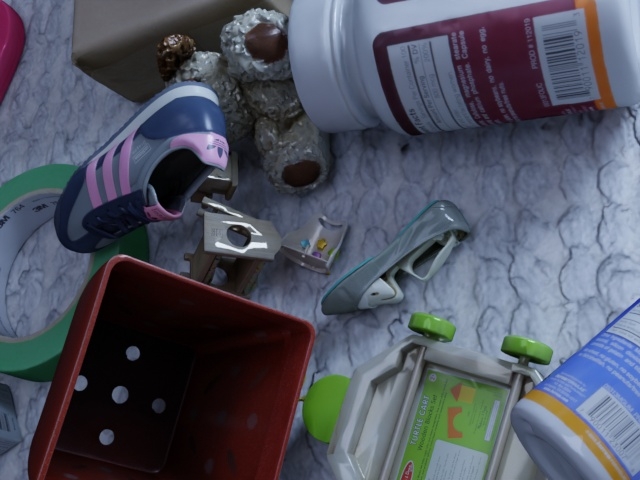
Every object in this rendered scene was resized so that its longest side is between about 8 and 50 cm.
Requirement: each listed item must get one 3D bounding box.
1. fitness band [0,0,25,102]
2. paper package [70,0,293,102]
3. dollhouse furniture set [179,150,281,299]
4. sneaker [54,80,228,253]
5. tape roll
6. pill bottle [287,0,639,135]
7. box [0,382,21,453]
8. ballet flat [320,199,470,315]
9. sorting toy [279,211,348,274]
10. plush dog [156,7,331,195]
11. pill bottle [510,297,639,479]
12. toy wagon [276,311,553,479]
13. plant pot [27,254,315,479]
[{"bbox_3d":[-0.634,-0.299,1.674,0.209,0.054,0.291,13,78,27],"label":"fitness band"},{"bbox_3d":[-0.199,-0.410,1.426,0.324,0.168,0.310,-15,65,22],"label":"paper package"},{"bbox_3d":[-0.131,-0.003,1.279,0.182,0.101,0.161,125,147,-52],"label":"dollhouse furniture set"},{"bbox_3d":[-0.236,-0.060,1.210,0.319,0.112,0.131,-43,50,29],"label":"sneaker"},{"bbox_3d":[-0.409,0.046,1.405,0.321,0.077,0.321,-10,66,23],"label":"tape roll"},{"bbox_3d":[0.175,-0.246,1.133,0.392,0.224,0.224,-5,68,23],"label":"pill bottle"},{"bbox_3d":[-0.503,0.257,1.353,0.087,0.101,0.102,-34,57,11],"label":"box"},{"bbox_3d":[0.093,0.037,1.158,0.213,0.072,0.068,-41,64,7],"label":"ballet flat"},{"bbox_3d":[0.000,0.000,1.238,0.083,0.045,0.075,20,73,32],"label":"sorting toy"},{"bbox_3d":[-0.108,-0.203,1.290,0.225,0.263,0.211,-7,33,14],"label":"plush dog"},{"bbox_3d":[0.335,0.140,0.928,0.272,0.152,0.152,-37,57,-11],"label":"pill bottle"},{"bbox_3d":[0.110,0.219,1.078,0.344,0.068,0.267,12,76,31],"label":"toy wagon"},{"bbox_3d":[-0.203,0.191,1.126,0.235,0.267,0.268,-11,60,59],"label":"plant pot"}]
